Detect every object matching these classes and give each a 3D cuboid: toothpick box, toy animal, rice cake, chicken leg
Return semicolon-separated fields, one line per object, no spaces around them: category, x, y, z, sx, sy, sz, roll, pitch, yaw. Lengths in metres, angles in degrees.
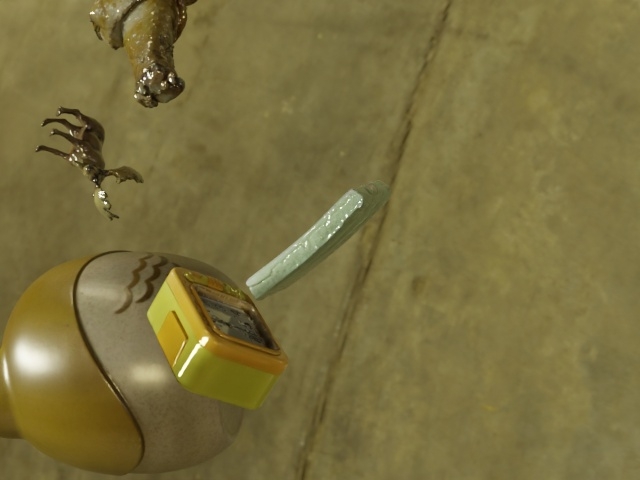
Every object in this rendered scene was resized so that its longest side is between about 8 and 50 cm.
toothpick box;-0.360;0.223;1.985;0.425;0.409;0.409;1;71;7
toy animal;-0.414;-0.149;1.987;0.094;0.186;0.214;-42;32;27
rice cake;0.000;0.000;1.613;0.237;0.127;0.043;-41;82;22
chicken leg;-0.179;-0.223;1.138;0.125;0.080;0.196;-5;55;26

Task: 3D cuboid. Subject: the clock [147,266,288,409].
clock;-0.142;0.129;1.489;0.096;0.143;0.202;-56;35;13
